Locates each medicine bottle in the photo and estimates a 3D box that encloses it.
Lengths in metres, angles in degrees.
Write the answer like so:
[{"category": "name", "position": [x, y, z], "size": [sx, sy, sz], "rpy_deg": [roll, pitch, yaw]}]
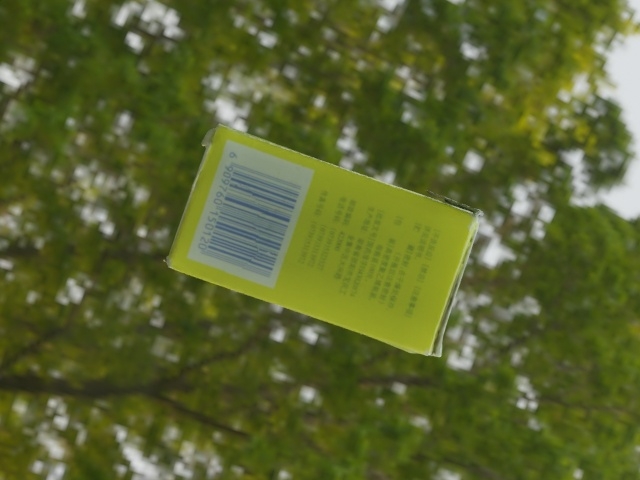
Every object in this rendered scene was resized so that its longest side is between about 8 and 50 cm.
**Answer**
[{"category": "medicine bottle", "position": [0.000, 0.000, 1.502], "size": [0.137, 0.250, 0.141], "rpy_deg": [141, -31, -84]}]
